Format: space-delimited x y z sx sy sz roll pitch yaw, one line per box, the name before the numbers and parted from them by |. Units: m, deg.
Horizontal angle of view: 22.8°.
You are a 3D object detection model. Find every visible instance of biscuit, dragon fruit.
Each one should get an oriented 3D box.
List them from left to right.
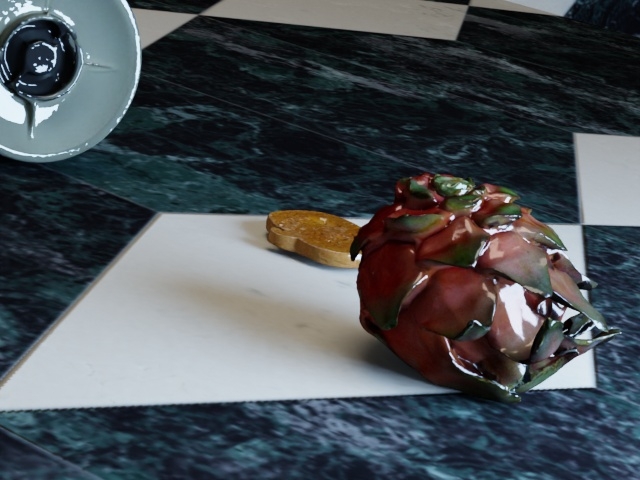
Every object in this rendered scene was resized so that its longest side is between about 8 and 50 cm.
biscuit | 0.000 0.000 1.067 0.078 0.015 0.091 -1 20 -32
dragon fruit | 0.085 0.024 0.880 0.130 0.121 0.142 -26 57 -13

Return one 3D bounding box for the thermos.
thermos | -0.264 -0.149 1.200 0.176 0.146 0.265 -27 25 -23
